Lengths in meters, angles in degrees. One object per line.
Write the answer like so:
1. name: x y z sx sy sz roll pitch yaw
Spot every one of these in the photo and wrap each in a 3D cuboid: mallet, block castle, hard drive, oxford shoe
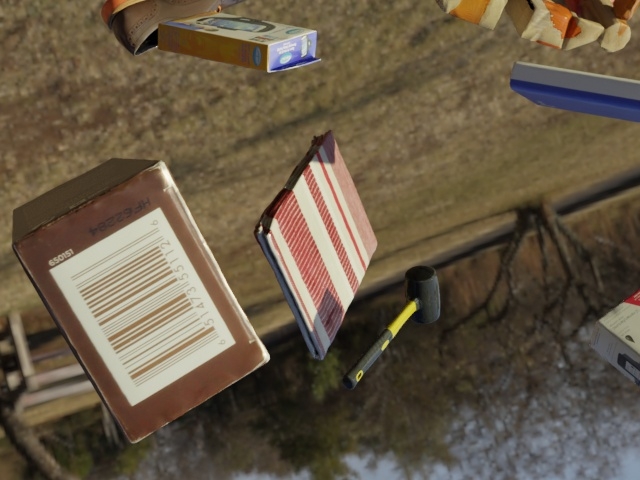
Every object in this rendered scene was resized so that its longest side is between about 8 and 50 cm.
1. mallet: 0.078 0.105 1.093 0.039 0.062 0.190 11 -137 31
2. block castle: 0.337 -0.504 1.590 0.453 0.213 0.303 12 127 -21
3. hard drive: 0.445 -0.193 1.413 0.318 0.040 0.210 14 -174 23
4. oxford shoe: -0.188 -0.345 1.523 0.271 0.098 0.097 -25 163 -22

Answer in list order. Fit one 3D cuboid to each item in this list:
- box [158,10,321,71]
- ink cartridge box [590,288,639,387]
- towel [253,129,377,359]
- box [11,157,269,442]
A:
1. box: -0.068 -0.179 0.905 0.136 0.028 0.081 14 -154 27
2. ink cartridge box: 0.458 0.145 1.354 0.109 0.150 0.063 -31 144 -23
3. towel: 0.000 0.000 1.584 0.037 0.237 0.329 -12 -153 26
4. box: -0.186 0.034 0.953 0.143 0.191 0.381 -31 -166 -14
